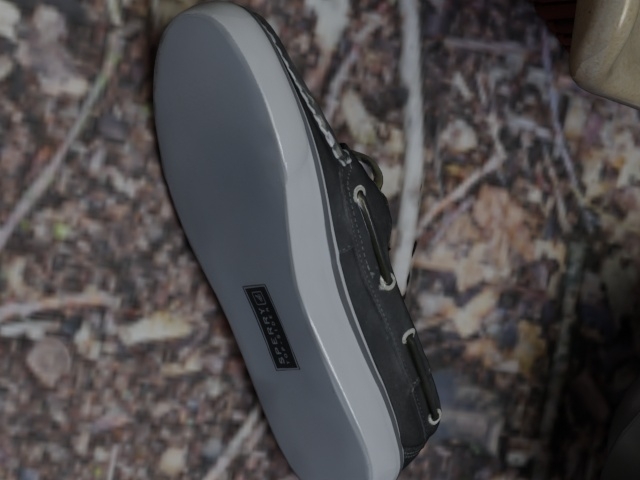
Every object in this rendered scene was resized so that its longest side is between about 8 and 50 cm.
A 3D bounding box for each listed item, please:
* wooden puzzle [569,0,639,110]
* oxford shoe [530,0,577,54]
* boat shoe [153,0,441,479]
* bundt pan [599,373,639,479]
[{"bbox_3d":[0.227,-0.195,0.787,0.348,0.080,0.322,12,85,-54],"label":"wooden puzzle"},{"bbox_3d":[0.126,-0.230,0.800,0.130,0.123,0.348,-29,111,-29],"label":"oxford shoe"},{"bbox_3d":[0.000,0.000,0.790,0.076,0.080,0.229,-33,108,-39],"label":"boat shoe"},{"bbox_3d":[0.249,0.165,0.830,0.331,0.331,0.124,35,113,-27],"label":"bundt pan"}]
